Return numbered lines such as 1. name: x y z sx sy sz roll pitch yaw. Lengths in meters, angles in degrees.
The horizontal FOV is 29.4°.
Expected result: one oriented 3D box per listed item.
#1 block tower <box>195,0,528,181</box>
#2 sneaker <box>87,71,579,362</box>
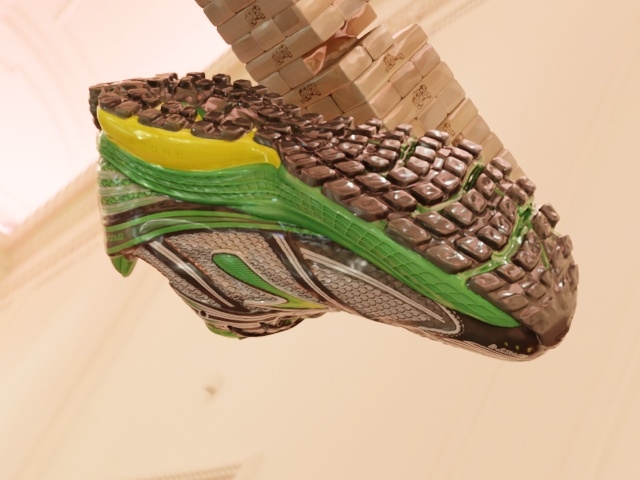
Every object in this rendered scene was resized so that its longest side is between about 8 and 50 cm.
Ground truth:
1. block tower: 0.011 -0.139 0.899 0.335 0.091 0.097 52 -36 -13
2. sneaker: 0.000 0.000 0.746 0.344 0.134 0.146 21 -61 35
